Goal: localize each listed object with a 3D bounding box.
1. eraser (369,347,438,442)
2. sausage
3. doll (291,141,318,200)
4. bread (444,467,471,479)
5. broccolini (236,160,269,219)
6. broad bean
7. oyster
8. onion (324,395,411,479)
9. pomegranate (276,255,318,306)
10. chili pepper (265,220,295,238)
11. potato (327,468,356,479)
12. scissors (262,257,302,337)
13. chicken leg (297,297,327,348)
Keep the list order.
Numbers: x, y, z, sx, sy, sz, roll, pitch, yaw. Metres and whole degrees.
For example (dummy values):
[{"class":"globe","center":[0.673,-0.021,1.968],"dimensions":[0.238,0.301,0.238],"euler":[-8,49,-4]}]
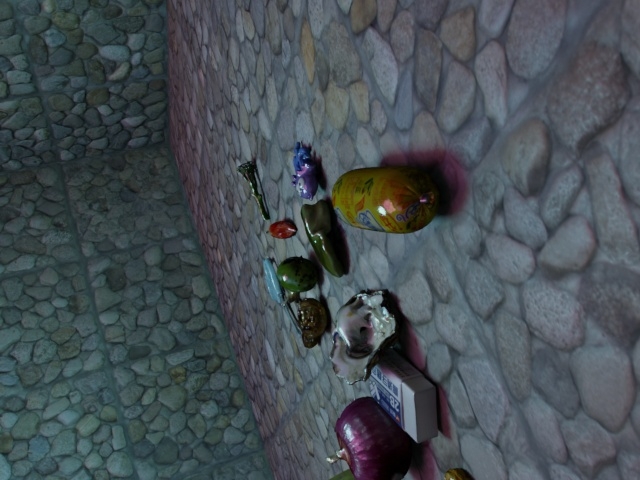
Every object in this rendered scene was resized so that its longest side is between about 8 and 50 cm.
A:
[{"class":"eraser","center":[0.178,0.331,1.438],"dimensions":[0.210,0.068,0.124],"euler":[-147,50,-64]},{"class":"sausage","center":[0.112,-0.078,1.244],"dimensions":[0.347,0.123,0.123],"euler":[-170,67,-69]},{"class":"doll","center":[-0.044,-0.181,1.733],"dimensions":[0.110,0.067,0.205],"euler":[110,154,-45]},{"class":"bread","center":[0.276,0.509,1.319],"dimensions":[0.083,0.044,0.110],"euler":[-141,42,-67]},{"class":"broccolini","center":[-0.225,-0.171,2.307],"dimensions":[0.216,0.067,0.058],"euler":[67,165,-1]},{"class":"broad bean","center":[0.003,-0.001,1.709],"dimensions":[0.153,0.072,0.206],"euler":[-157,52,-83]},{"class":"oyster","center":[0.098,0.216,1.489],"dimensions":[0.214,0.083,0.222],"euler":[5,66,63]},{"class":"onion","center":[0.130,0.480,1.540],"dimensions":[0.200,0.201,0.207],"euler":[45,124,58]},{"class":"pomegranate","center":[-0.070,0.119,1.915],"dimensions":[0.122,0.122,0.161],"euler":[-156,77,-67]},{"class":"chili pepper","center":[-0.122,-0.035,2.092],"dimensions":[0.191,0.050,0.059],"euler":[1,102,59]},{"class":"potato","center":[0.065,0.845,1.775],"dimensions":[0.442,0.320,0.385],"euler":[90,158,-44]},{"class":"scissors","center":[-0.132,0.214,2.341],"dimensions":[0.191,0.029,0.360],"euler":[88,157,-43]},{"class":"chicken leg","center":[-0.027,0.258,1.992],"dimensions":[0.251,0.087,0.107],"euler":[94,176,-59]}]
